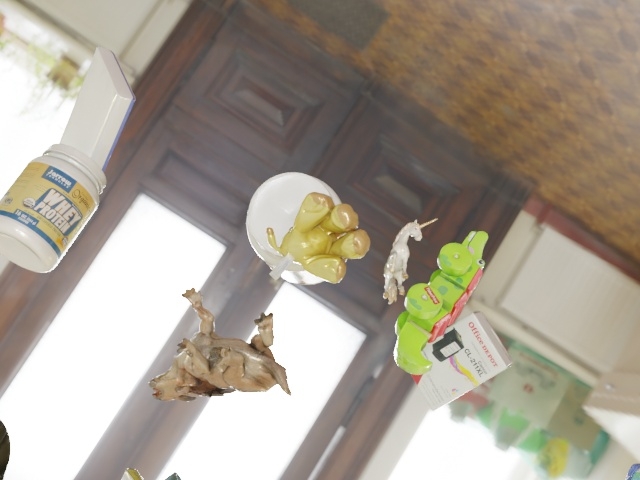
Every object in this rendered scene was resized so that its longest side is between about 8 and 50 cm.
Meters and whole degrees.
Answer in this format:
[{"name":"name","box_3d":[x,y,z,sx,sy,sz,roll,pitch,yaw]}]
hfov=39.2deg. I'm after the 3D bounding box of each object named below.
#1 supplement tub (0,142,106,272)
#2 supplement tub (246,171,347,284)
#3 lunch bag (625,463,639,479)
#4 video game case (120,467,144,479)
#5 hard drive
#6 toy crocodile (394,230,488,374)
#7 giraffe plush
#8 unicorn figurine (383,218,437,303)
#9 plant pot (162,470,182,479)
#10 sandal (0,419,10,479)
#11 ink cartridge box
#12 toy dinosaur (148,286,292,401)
[{"name":"supplement tub","box_3d":[-0.485,-0.059,1.593,0.144,0.199,0.144,21,151,12]},{"name":"supplement tub","box_3d":[-0.051,-0.028,2.230,0.241,0.241,0.331,30,173,11]},{"name":"lunch bag","box_3d":[0.728,0.565,1.914,0.219,0.176,0.090,14,176,-38]},{"name":"video game case","box_3d":[-0.466,0.734,2.172,0.035,0.275,0.248,23,-175,-40]},{"name":"hard drive","box_3d":[-0.472,-0.204,1.824,0.040,0.318,0.210,11,-149,-35]},{"name":"toy crocodile","box_3d":[0.233,0.107,1.686,0.105,0.340,0.115,31,141,15]},{"name":"giraffe plush","box_3d":[0.000,0.000,1.853,0.181,0.210,0.170,60,-166,1]},{"name":"unicorn figurine","box_3d":[0.148,0.036,1.656,0.060,0.111,0.162,23,134,-14]},{"name":"plant pot","box_3d":[-0.190,0.376,0.851,0.165,0.234,0.165,61,174,-15]},{"name":"sandal","box_3d":[-0.716,0.497,1.870,0.086,0.302,0.120,17,-156,17]},{"name":"ink cartridge box","box_3d":[0.268,0.235,1.768,0.127,0.175,0.072,59,-163,13]},{"name":"toy dinosaur","box_3d":[-0.139,0.202,1.433,0.296,0.127,0.200,11,139,28]}]
